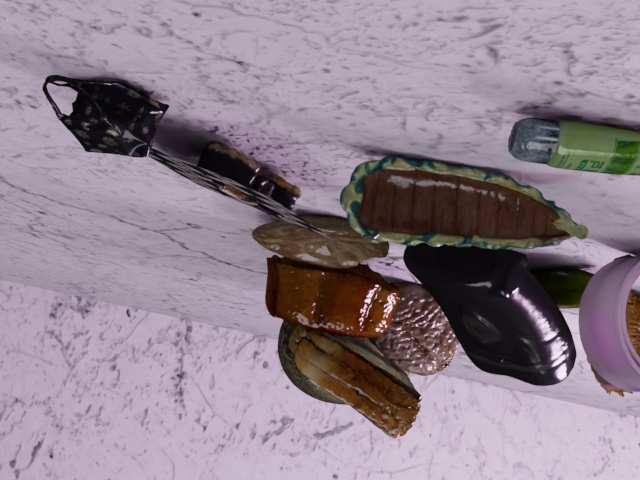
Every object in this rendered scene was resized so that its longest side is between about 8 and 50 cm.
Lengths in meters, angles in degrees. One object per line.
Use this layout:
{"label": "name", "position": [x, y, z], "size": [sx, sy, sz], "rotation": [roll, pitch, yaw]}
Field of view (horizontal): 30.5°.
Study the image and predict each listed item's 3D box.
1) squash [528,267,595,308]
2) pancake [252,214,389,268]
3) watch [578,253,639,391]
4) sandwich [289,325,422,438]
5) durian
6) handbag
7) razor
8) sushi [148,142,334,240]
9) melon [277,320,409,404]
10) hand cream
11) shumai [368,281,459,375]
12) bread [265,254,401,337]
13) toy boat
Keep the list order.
{"label": "squash", "position": [0.358, 0.077, 1.876], "size": [0.069, 0.069, 0.258], "rotation": [17, 167, -28]}
{"label": "pancake", "position": [0.000, -0.001, 1.910], "size": [0.223, 0.042, 0.236], "rotation": [12, 167, -5]}
{"label": "watch", "position": [0.463, 0.141, 1.616], "size": [0.218, 0.248, 0.211], "rotation": [18, 169, -15]}
{"label": "sandwich", "position": [0.058, 0.242, 2.203], "size": [0.249, 0.095, 0.273], "rotation": [35, -178, -8]}
{"label": "durian", "position": [0.538, 0.184, 2.027], "size": [0.154, 0.186, 0.260], "rotation": [18, -178, 0]}
{"label": "handbag", "position": [-0.262, -0.152, 1.340], "size": [0.115, 0.072, 0.139], "rotation": [8, 166, 35]}
{"label": "razor", "position": [0.267, 0.100, 1.803], "size": [0.204, 0.113, 0.349], "rotation": [16, 156, 38]}
{"label": "sushi", "position": [-0.120, -0.093, 1.553], "size": [0.264, 0.050, 0.290], "rotation": [22, 176, 23]}
{"label": "melon", "position": [0.057, 0.227, 2.486], "size": [0.249, 0.248, 0.329], "rotation": [1, 168, 44]}
{"label": "hand cream", "position": [0.275, -0.089, 1.160], "size": [0.175, 0.045, 0.095], "rotation": [10, 167, -1]}
{"label": "shumai", "position": [0.168, 0.167, 2.315], "size": [0.206, 0.166, 0.175], "rotation": [38, 171, -12]}
{"label": "bread", "position": [0.019, 0.093, 2.127], "size": [0.247, 0.135, 0.232], "rotation": [13, -176, -13]}
{"label": "toy boat", "position": [0.173, -0.038, 1.395], "size": [0.293, 0.108, 0.099], "rotation": [8, -164, 14]}
